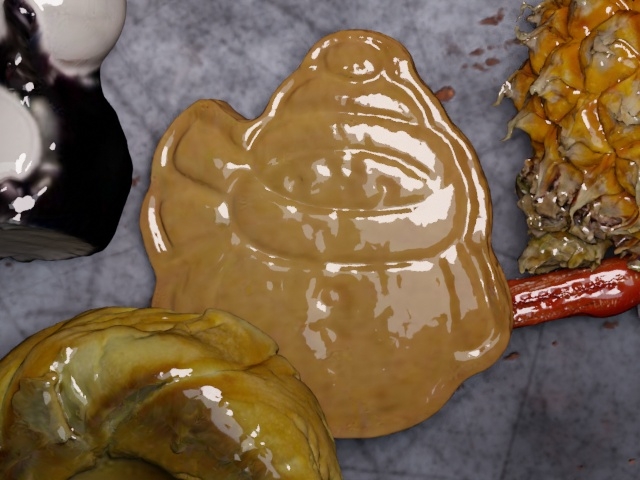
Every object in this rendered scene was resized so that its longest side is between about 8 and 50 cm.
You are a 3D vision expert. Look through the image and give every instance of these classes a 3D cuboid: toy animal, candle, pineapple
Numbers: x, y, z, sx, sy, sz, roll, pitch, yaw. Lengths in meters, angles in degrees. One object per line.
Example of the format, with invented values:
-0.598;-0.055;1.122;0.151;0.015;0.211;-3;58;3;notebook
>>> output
-0.272;-0.146;1.374;0.250;0.251;0.310;3;82;-5;toy animal
0.195;0.054;1.487;0.329;0.048;0.051;-14;54;6;candle
0.268;-0.088;1.381;0.286;0.209;0.344;-45;74;-5;pineapple

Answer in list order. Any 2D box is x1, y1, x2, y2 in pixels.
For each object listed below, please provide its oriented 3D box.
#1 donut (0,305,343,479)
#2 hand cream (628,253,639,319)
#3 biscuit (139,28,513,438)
-0.140;0.226;1.412;0.360;0.170;0.360;2;106;8;donut
0.314;0.027;1.521;0.084;0.053;0.142;0;83;-4;hand cream
0.000;0.000;1.454;0.312;0.057;0.351;-8;94;7;biscuit
